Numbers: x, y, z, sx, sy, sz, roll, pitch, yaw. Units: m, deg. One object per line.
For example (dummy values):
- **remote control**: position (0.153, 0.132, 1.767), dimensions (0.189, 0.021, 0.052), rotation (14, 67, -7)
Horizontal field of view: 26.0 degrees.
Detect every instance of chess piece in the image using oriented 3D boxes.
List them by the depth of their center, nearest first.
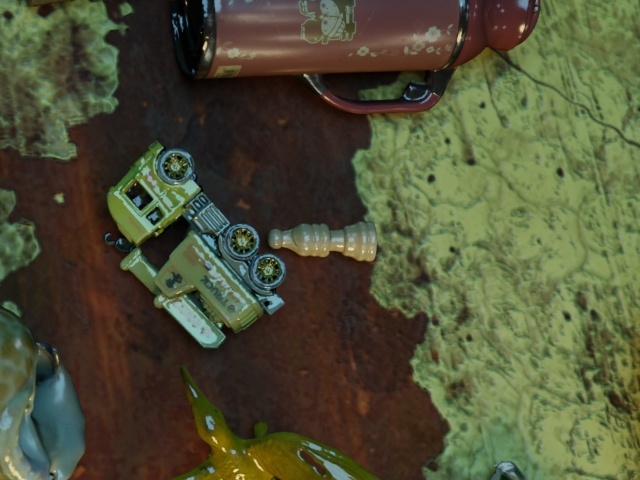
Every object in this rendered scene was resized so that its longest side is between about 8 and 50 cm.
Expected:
- **chess piece**: position (0.000, 0.000, 1.185), dimensions (0.092, 0.035, 0.035), rotation (1, 75, -13)

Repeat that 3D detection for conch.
- **conch**: position (-0.252, 0.114, 1.042), dimensions (0.173, 0.106, 0.116), rotation (53, 44, -17)

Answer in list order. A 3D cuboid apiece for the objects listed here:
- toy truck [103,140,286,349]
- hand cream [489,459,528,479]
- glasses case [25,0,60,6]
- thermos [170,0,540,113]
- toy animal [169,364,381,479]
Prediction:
- **toy truck**: position (-0.107, 0.008, 1.129), dimensions (0.100, 0.077, 0.169), rotation (-42, 93, -9)
- **hand cream**: position (0.096, 0.299, 1.118), dimensions (0.276, 0.059, 0.095), rotation (-41, 91, -27)
- **glasses case**: position (-0.161, -0.256, 1.200), dimensions (0.205, 0.047, 0.071), rotation (-15, 88, -20)
- **thermos**: position (0.044, -0.188, 1.206), dimensions (0.330, 0.109, 0.136), rotation (-5, 76, -20)
- **toy animal**: position (-0.072, 0.169, 1.085), dimensions (0.219, 0.095, 0.155), rotation (-26, 83, 10)
